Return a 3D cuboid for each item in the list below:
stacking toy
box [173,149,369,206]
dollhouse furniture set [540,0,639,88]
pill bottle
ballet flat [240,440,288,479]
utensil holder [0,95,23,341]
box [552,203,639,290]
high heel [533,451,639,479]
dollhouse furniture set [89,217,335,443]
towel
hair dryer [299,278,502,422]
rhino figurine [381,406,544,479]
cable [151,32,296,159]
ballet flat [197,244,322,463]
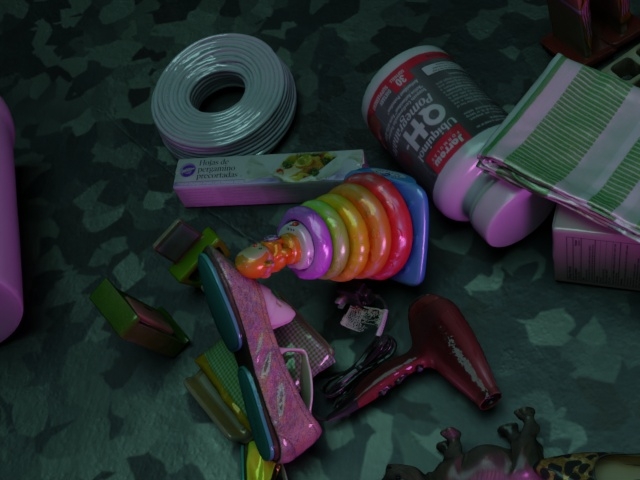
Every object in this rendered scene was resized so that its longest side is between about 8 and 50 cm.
[{"bbox_3d":[0.000,0.000,1.404,0.302,0.166,0.175,-15,22,-39],"label":"stacking toy"},{"bbox_3d":[-0.080,-0.102,1.639,0.324,0.067,0.063,-2,58,15],"label":"box"},{"bbox_3d":[0.494,-0.326,1.520,0.152,0.201,0.374,-33,50,-6],"label":"dollhouse furniture set"},{"bbox_3d":[0.215,-0.142,1.518,0.176,0.176,0.318,-33,57,-6],"label":"pill bottle"},{"bbox_3d":[-0.078,0.383,1.344,0.077,0.077,0.231,4,57,-2],"label":"ballet flat"},{"bbox_3d":[-0.649,-0.035,1.601,0.327,0.327,0.385,-19,59,3],"label":"utensil holder"},{"bbox_3d":[0.453,-0.015,1.395,0.232,0.148,0.127,8,61,18],"label":"box"},{"bbox_3d":[0.402,0.262,1.200,0.261,0.186,0.093,12,41,9],"label":"high heel"},{"bbox_3d":[-0.157,0.125,1.445,0.197,0.151,0.301,-47,58,1],"label":"dollhouse furniture set"},{"bbox_3d":[0.411,-0.123,1.352,0.325,0.038,0.248,28,63,25],"label":"towel"},{"bbox_3d":[0.126,0.180,1.422,0.293,0.080,0.224,9,71,30],"label":"hair dryer"},{"bbox_3d":[0.184,0.308,1.316,0.243,0.073,0.106,-18,54,6],"label":"rhino figurine"},{"bbox_3d":[-0.168,-0.245,1.733,0.257,0.089,0.257,35,73,29],"label":"cable"},{"bbox_3d":[-0.078,0.147,1.372,0.106,0.107,0.316,-18,89,-23],"label":"ballet flat"}]
